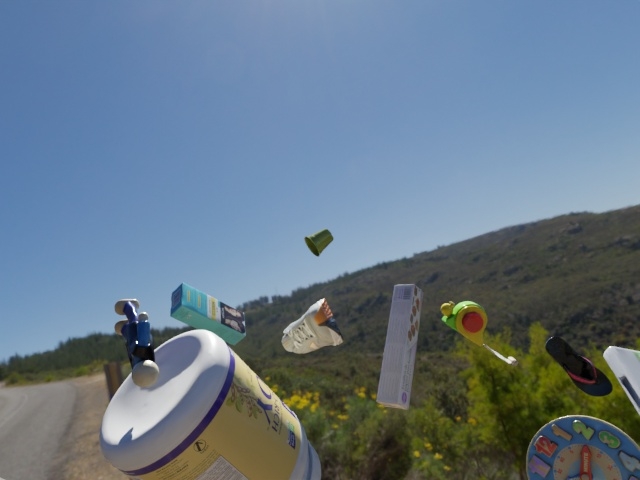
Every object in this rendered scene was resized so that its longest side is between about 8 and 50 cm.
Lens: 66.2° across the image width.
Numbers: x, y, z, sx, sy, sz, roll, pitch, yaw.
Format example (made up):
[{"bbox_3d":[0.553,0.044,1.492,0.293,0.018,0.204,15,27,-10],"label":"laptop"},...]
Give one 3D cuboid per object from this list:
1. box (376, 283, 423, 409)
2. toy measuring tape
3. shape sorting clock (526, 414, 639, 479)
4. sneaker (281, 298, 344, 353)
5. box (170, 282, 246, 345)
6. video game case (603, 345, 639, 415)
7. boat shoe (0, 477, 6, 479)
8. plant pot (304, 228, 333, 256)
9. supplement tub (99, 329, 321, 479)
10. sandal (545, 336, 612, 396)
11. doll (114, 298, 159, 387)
[{"bbox_3d":[0.214,0.275,1.301,0.067,0.324,0.063,-8,-33,36],"label":"box"},{"bbox_3d":[0.552,0.297,1.659,0.122,0.330,0.121,-56,6,9],"label":"toy measuring tape"},{"bbox_3d":[0.476,0.422,0.877,0.206,0.207,0.040,-23,-24,32],"label":"shape sorting clock"},{"bbox_3d":[-0.025,0.204,1.065,0.120,0.099,0.262,-22,-17,-9],"label":"sneaker"},{"bbox_3d":[-0.346,0.231,1.526,0.060,0.101,0.244,-41,-53,20],"label":"box"},{"bbox_3d":[0.477,0.215,0.577,0.212,0.023,0.193,11,32,-3],"label":"video game case"},{"bbox_3d":[-0.560,0.454,0.798,0.122,0.117,0.325,12,-44,15],"label":"boat shoe"},{"bbox_3d":[0.000,0.000,1.686,0.079,0.083,0.083,-36,-3,-20],"label":"plant pot"},{"bbox_3d":[-0.170,0.343,0.835,0.240,0.331,0.241,-28,28,16],"label":"supplement tub"},{"bbox_3d":[0.619,0.305,1.175,0.067,0.179,0.040,-45,-11,-6],"label":"sandal"},{"bbox_3d":[-0.282,0.165,0.759,0.046,0.129,0.189,-3,21,-30],"label":"doll"}]
